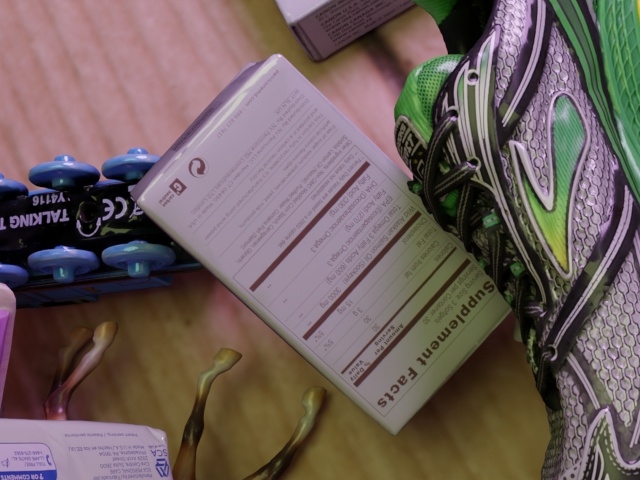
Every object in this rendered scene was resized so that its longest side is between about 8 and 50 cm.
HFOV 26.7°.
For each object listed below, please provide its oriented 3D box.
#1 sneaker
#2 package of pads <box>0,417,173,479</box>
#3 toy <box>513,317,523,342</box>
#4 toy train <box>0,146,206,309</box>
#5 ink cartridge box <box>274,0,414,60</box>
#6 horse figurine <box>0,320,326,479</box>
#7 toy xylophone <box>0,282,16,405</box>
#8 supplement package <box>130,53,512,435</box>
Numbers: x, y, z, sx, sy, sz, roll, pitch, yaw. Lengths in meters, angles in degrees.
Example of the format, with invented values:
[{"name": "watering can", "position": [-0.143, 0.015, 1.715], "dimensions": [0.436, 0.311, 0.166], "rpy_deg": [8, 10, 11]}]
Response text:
[{"name": "sneaker", "position": [0.104, -0.009, 0.639], "dimensions": [0.146, 0.134, 0.344], "rpy_deg": [1, 65, -10]}, {"name": "package of pads", "position": [-0.250, 0.167, 0.668], "dimensions": [0.296, 0.229, 0.101], "rpy_deg": [-24, 69, 35]}, {"name": "toy", "position": [0.196, -0.047, 0.738], "dimensions": [0.136, 0.056, 0.237], "rpy_deg": [5, 76, 24]}, {"name": "toy train", "position": [-0.140, -0.004, 0.821], "dimensions": [0.184, 0.105, 0.080], "rpy_deg": [-8, 75, 18]}, {"name": "ink cartridge box", "position": [0.059, -0.283, 0.891], "dimensions": [0.275, 0.060, 0.239], "rpy_deg": [-30, 62, 7]}, {"name": "horse figurine", "position": [-0.118, 0.136, 0.777], "dimensions": [0.263, 0.066, 0.175], "rpy_deg": [13, 69, 24]}, {"name": "toy xylophone", "position": [-0.273, -0.014, 0.798], "dimensions": [0.323, 0.081, 0.236], "rpy_deg": [49, 130, 41]}, {"name": "supplement package", "position": [0.000, 0.000, 0.717], "dimensions": [0.179, 0.105, 0.105], "rpy_deg": [43, 86, -11]}]
